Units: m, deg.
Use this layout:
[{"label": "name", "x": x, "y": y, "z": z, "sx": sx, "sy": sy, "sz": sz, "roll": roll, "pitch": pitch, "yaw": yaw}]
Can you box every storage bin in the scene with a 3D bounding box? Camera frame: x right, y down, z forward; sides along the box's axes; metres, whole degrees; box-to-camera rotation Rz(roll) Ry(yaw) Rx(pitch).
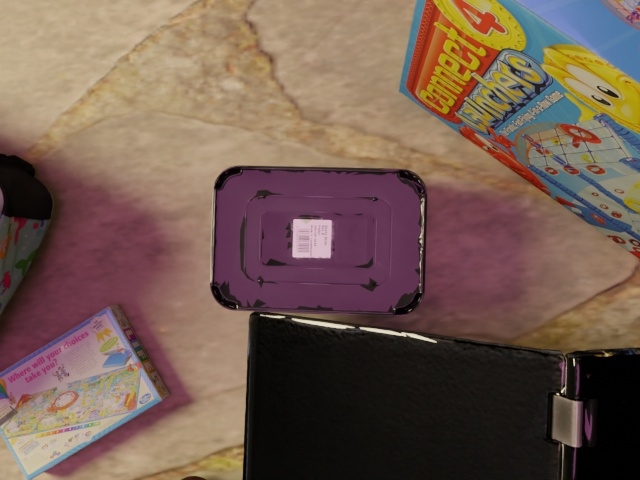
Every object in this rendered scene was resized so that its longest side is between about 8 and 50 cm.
[{"label": "storage bin", "x": 0.000, "y": 0.000, "z": 0.539, "sx": 0.180, "sy": 0.084, "sz": 0.122, "roll": 2, "pitch": 90, "yaw": 3}]

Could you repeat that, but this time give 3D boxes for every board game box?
[{"label": "board game box", "x": -0.238, "y": 0.145, "z": 0.582, "sx": 0.154, "sy": 0.026, "sz": 0.104, "roll": -31, "pitch": 88, "yaw": 3}, {"label": "board game box", "x": 0.206, "y": -0.087, "z": 0.415, "sx": 0.301, "sy": 0.308, "sz": 0.086, "roll": 35, "pitch": 93, "yaw": 4}]

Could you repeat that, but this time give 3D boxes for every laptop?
[{"label": "laptop", "x": 0.161, "y": 0.259, "z": 0.505, "sx": 0.407, "sy": 0.236, "sz": 0.383, "roll": 2, "pitch": 92, "yaw": -22}]

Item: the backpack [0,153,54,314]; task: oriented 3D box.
[{"label": "backpack", "x": -0.390, "y": 0.020, "z": 0.521, "sx": 0.225, "sy": 0.191, "sz": 0.254, "roll": 28, "pitch": 96, "yaw": 3}]

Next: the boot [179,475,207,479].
[{"label": "boot", "x": -0.155, "y": 0.332, "z": 0.556, "sx": 0.082, "sy": 0.106, "sz": 0.219, "roll": 21, "pitch": 61, "yaw": 0}]
